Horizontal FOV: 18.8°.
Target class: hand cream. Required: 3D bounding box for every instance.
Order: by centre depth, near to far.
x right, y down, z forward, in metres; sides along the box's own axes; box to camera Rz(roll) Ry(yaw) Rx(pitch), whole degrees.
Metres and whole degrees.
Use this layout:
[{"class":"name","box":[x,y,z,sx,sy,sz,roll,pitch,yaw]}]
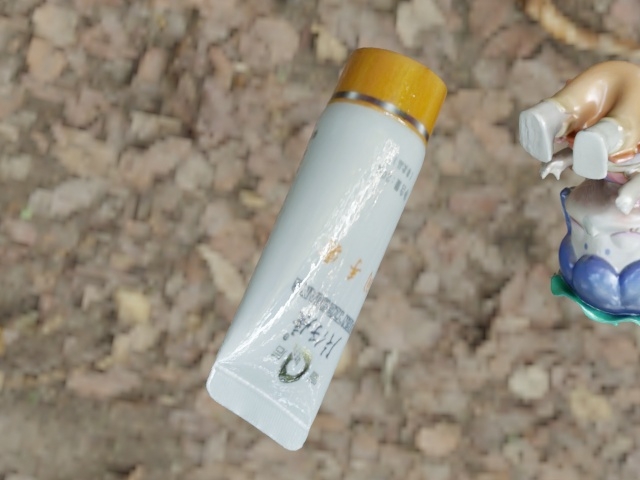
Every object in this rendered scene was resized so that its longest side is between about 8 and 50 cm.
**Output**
[{"class":"hand cream","box":[0.000,0.000,1.513,0.089,0.314,0.139,14,166,37]}]

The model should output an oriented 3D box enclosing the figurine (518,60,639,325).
[{"class":"figurine","box":[0.192,-0.021,1.195,0.111,0.102,0.195,28,145,37]}]
